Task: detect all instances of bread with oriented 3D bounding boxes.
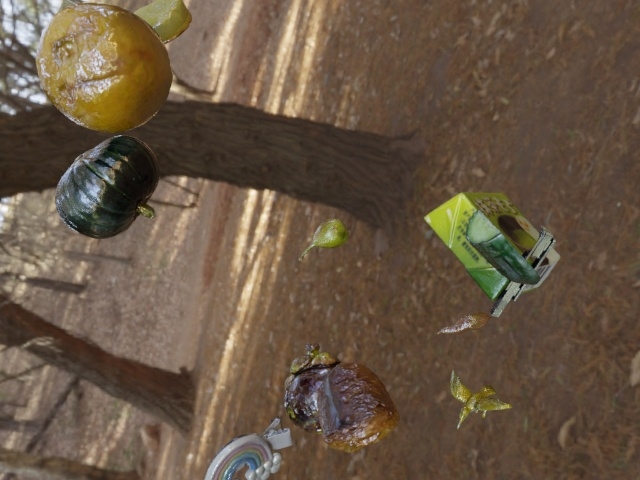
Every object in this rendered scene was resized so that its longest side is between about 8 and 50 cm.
[{"bbox_3d":[-0.426,-0.587,1.692,0.086,0.156,0.125,60,-167,-52],"label":"bread"}]

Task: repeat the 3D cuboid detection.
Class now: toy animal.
[{"bbox_3d":[0.443,0.474,1.784,0.219,0.095,0.155,18,79,50],"label":"toy animal"}]

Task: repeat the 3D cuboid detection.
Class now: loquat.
[{"bbox_3d":[-0.447,-0.371,1.337,0.283,0.275,0.276,-20,-48,-59],"label":"loquat"}]

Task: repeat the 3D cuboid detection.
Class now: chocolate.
[{"bbox_3d":[0.471,0.002,1.689,0.137,0.300,0.289,-50,62,30],"label":"chocolate"}]

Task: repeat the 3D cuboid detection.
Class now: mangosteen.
[{"bbox_3d":[0.001,0.352,1.517,0.192,0.192,0.217,119,145,-49],"label":"mangosteen"}]

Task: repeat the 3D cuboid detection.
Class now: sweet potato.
[{"bbox_3d":[0.537,0.307,2.320,0.068,0.226,0.068,164,90,-82],"label":"sweet potato"}]

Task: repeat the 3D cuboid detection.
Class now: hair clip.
[{"bbox_3d":[-0.151,0.437,1.246,0.054,0.220,0.140,27,134,44],"label":"hair clip"}]

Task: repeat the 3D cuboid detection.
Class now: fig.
[{"bbox_3d":[0.005,-0.009,1.826,0.093,0.166,0.093,42,143,44],"label":"fig"}]

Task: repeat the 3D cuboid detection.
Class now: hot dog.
[{"bbox_3d":[0.068,0.336,1.263,0.227,0.160,0.099,-105,-6,-64],"label":"hot dog"}]

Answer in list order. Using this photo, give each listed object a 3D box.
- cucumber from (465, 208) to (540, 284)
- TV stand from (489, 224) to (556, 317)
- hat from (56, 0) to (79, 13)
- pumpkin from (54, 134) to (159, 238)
[{"bbox_3d":[0.384,0.035,1.307,0.063,0.243,0.115,-43,37,14],"label":"cucumber"},{"bbox_3d":[0.473,0.079,1.485,0.036,0.042,0.249,-90,22,-62],"label":"TV stand"},{"bbox_3d":[-0.576,-0.529,1.454,0.067,0.145,0.146,67,172,-13],"label":"hat"},{"bbox_3d":[-0.464,-0.115,1.412,0.250,0.216,0.250,-55,12,17],"label":"pumpkin"}]
